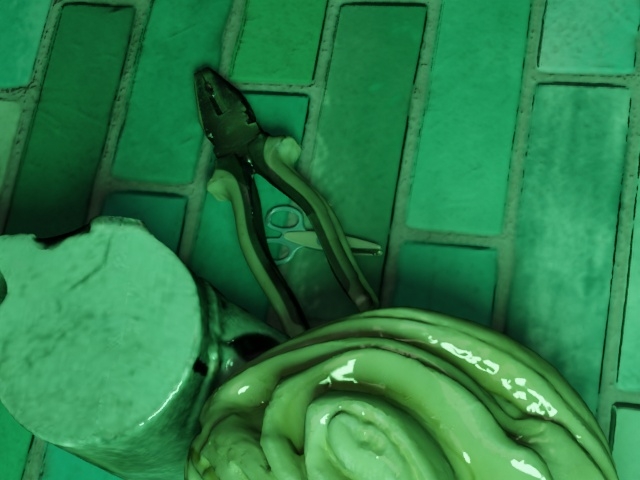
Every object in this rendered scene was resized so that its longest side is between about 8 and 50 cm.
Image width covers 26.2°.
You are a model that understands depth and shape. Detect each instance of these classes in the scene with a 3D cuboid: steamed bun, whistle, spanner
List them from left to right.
[{"bbox_3d":[-0.216,0.064,1.193,0.404,0.168,0.188,32,81,24],"label":"whistle"},{"bbox_3d":[-0.047,-0.043,1.251,0.095,0.040,0.325,-32,58,5],"label":"spanner"},{"bbox_3d":[0.074,0.185,0.987,0.324,0.219,0.310,-16,65,-19],"label":"steamed bun"}]

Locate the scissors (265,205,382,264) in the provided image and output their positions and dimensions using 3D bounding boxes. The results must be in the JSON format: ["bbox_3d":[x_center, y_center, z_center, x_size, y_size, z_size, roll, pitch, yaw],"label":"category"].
[{"bbox_3d":[0.000,0.000,1.242,0.119,0.014,0.058,7,71,22],"label":"scissors"}]
